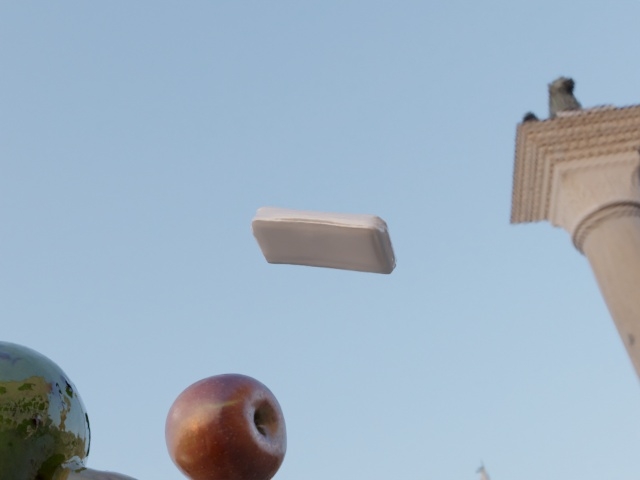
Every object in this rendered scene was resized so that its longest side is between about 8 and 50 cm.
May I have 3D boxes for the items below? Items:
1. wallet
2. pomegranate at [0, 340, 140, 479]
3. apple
[{"bbox_3d":[0.000,0.000,1.074,0.190,0.033,0.095,7,-43,25],"label":"wallet"},{"bbox_3d":[-0.253,0.188,0.678,0.248,0.202,0.202,20,-44,9],"label":"pomegranate"},{"bbox_3d":[-0.154,0.313,1.381,0.162,0.201,0.201,-23,-44,23],"label":"apple"}]
